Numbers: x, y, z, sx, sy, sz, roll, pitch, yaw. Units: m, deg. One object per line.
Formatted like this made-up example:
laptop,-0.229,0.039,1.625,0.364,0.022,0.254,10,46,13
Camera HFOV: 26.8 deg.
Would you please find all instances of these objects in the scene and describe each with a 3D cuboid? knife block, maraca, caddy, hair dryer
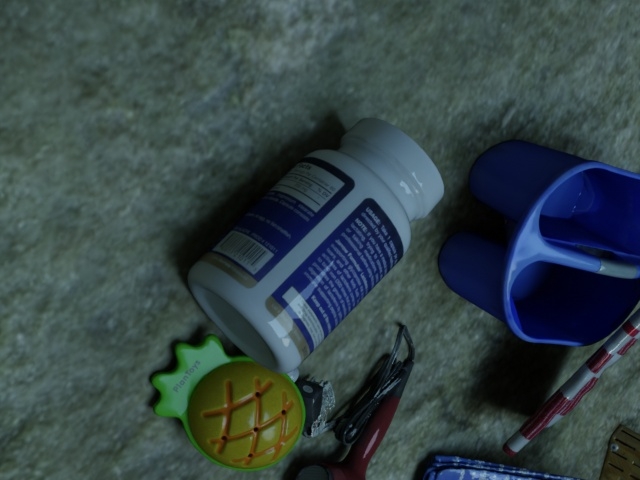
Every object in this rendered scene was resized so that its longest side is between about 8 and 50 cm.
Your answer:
knife block,0.566,0.431,2.281,0.242,0.088,0.276,-9,117,-43
maraca,-0.098,0.179,1.468,0.185,0.099,0.127,37,87,-24
caddy,0.317,0.009,1.729,0.341,0.179,0.241,8,104,-47
hair dryer,0.057,0.270,1.683,0.223,0.080,0.293,-22,126,-37

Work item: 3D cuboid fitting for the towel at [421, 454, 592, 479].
towel,0.269,0.437,1.910,0.336,0.040,0.243,12,105,-19

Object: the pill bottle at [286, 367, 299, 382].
pill bottle,-0.054,0.131,1.522,0.043,0.043,0.083,-48,137,-15

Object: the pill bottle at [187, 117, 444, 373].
pill bottle,0.000,0.000,1.421,0.264,0.153,0.153,-45,136,-18

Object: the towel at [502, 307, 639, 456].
towel,0.393,0.164,1.851,0.329,0.037,0.237,-48,167,17
